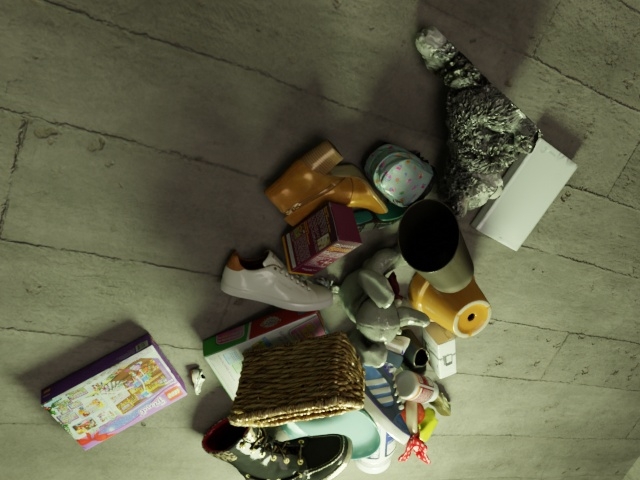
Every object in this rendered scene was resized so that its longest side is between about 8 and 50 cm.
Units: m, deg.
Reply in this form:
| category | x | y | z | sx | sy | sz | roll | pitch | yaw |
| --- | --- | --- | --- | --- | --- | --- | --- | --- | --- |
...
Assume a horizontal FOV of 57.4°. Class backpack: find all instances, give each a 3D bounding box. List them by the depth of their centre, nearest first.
| category | x | y | z | sx | sy | sz | roll | pitch | yaw |
| --- | --- | --- | --- | --- | --- | --- | --- | --- | --- |
| backpack | 0.199 | -0.165 | 1.459 | 0.182 | 0.115 | 0.152 | 28 | 101 | -39 |

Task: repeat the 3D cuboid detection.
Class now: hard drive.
| category | x | y | z | sx | sy | sz | roll | pitch | yaw |
| --- | --- | --- | --- | --- | --- | --- | --- | --- | --- |
| hard drive | 0.598 | -0.132 | 1.713 | 0.203 | 0.040 | 0.307 | 23 | 107 | -33 |

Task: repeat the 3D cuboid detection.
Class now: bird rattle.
| category | x | y | z | sx | sy | sz | roll | pitch | yaw |
| --- | --- | --- | --- | --- | --- | --- | --- | --- | --- |
| bird rattle | 0.289 | 0.587 | 1.880 | 0.143 | 0.253 | 0.207 | -5 | 94 | 19 |

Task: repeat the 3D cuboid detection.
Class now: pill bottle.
| category | x | y | z | sx | sy | sz | roll | pitch | yaw |
| --- | --- | --- | --- | --- | --- | --- | --- | --- | --- |
| pill bottle | 0.298 | 0.454 | 1.797 | 0.152 | 0.086 | 0.086 | 28 | 103 | -45 |
| pill bottle | 0.169 | 0.606 | 1.864 | 0.153 | 0.153 | 0.265 | -12 | 122 | -19 |

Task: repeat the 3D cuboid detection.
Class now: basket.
| category | x | y | z | sx | sy | sz | roll | pitch | yaw |
| --- | --- | --- | --- | --- | --- | --- | --- | --- | --- |
| basket | -0.044 | 0.391 | 1.436 | 0.299 | 0.223 | 0.213 | -15 | 125 | 15 |
| basket | 0.307 | 0.033 | 1.501 | 0.154 | 0.204 | 0.227 | -17 | 148 | 19 |

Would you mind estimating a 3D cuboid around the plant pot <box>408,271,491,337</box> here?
| category | x | y | z | sx | sy | sz | roll | pitch | yaw |
| --- | --- | --- | --- | --- | --- | --- | --- | --- | --- |
| plant pot | 0.390 | 0.177 | 1.700 | 0.205 | 0.188 | 0.205 | -11 | 122 | -19 |

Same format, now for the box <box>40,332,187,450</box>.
| category | x | y | z | sx | sy | sz | roll | pitch | yaw |
| --- | --- | --- | --- | --- | --- | --- | --- | --- | --- |
| box | -0.516 | 0.385 | 1.480 | 0.293 | 0.057 | 0.201 | -28 | 125 | -8 |

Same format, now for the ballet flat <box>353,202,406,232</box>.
| category | x | y | z | sx | sy | sz | roll | pitch | yaw |
| --- | --- | --- | --- | --- | --- | --- | --- | --- | --- |
| ballet flat | 0.136 | -0.054 | 1.539 | 0.188 | 0.070 | 0.070 | -9 | 121 | -18 |

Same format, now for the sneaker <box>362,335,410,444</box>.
| category | x | y | z | sx | sy | sz | roll | pitch | yaw |
| --- | --- | --- | --- | --- | --- | --- | --- | --- | --- |
| sneaker | 0.206 | 0.397 | 1.697 | 0.236 | 0.130 | 0.323 | -42 | 84 | -8 |

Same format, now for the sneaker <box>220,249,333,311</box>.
| category | x | y | z | sx | sy | sz | roll | pitch | yaw |
| --- | --- | --- | --- | --- | --- | --- | --- | --- | --- |
| sneaker | -0.095 | 0.096 | 1.458 | 0.290 | 0.106 | 0.123 | 12 | 107 | -14 |

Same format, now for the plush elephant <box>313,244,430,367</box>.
| category | x | y | z | sx | sy | sz | roll | pitch | yaw |
| --- | --- | --- | --- | --- | --- | --- | --- | --- | --- |
| plush elephant | 0.165 | 0.175 | 1.553 | 0.330 | 0.255 | 0.272 | -5 | 119 | -22 |

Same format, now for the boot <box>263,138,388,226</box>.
| category | x | y | z | sx | sy | sz | roll | pitch | yaw |
| --- | --- | --- | --- | --- | --- | --- | --- | --- | --- |
| boot | 0.015 | -0.101 | 1.438 | 0.211 | 0.104 | 0.295 | -40 | 131 | 14 |

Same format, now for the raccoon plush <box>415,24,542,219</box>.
| category | x | y | z | sx | sy | sz | roll | pitch | yaw |
| --- | --- | --- | --- | --- | --- | --- | --- | --- | --- |
| raccoon plush | 0.322 | -0.273 | 1.464 | 0.446 | 0.216 | 0.299 | 42 | 109 | -7 |

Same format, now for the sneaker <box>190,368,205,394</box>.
| category | x | y | z | sx | sy | sz | roll | pitch | yaw |
| --- | --- | --- | --- | --- | --- | --- | --- | --- | --- |
| sneaker | -0.328 | 0.383 | 1.582 | 0.037 | 0.032 | 0.083 | -13 | 123 | -18 |

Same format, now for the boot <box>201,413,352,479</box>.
| category | x | y | z | sx | sy | sz | roll | pitch | yaw |
| --- | --- | --- | --- | --- | --- | --- | --- | --- | --- |
| boot | -0.128 | 0.597 | 1.681 | 0.377 | 0.138 | 0.284 | -23 | 127 | 28 |

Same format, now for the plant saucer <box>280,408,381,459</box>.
| category | x | y | z | sx | sy | sz | roll | pitch | yaw |
| --- | --- | --- | --- | --- | --- | --- | --- | --- | --- |
| plant saucer | 0.029 | 0.549 | 1.743 | 0.317 | 0.044 | 0.317 | 10 | 133 | 11 |

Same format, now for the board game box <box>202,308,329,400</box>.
| category | x | y | z | sx | sy | sz | roll | pitch | yaw |
| --- | --- | --- | --- | --- | --- | --- | --- | --- | --- |
| board game box | -0.123 | 0.313 | 1.582 | 0.316 | 0.064 | 0.242 | -21 | 125 | 0 |

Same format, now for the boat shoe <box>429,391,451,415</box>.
| category | x | y | z | sx | sy | sz | roll | pitch | yaw |
| --- | --- | --- | --- | --- | --- | --- | --- | --- | --- |
| boat shoe | 0.411 | 0.550 | 2.014 | 0.056 | 0.048 | 0.153 | -11 | 132 | 37 |

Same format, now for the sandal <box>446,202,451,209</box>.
| category | x | y | z | sx | sy | sz | roll | pitch | yaw |
| --- | --- | --- | --- | --- | --- | --- | --- | --- | --- |
| sandal | 0.325 | -0.046 | 1.622 | 0.060 | 0.090 | 0.219 | 31 | 110 | -12 |

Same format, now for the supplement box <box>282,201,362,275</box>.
| category | x | y | z | sx | sy | sz | roll | pitch | yaw |
| --- | --- | --- | --- | --- | --- | --- | --- | --- | --- |
| supplement box | 0.000 | 0.000 | 1.414 | 0.081 | 0.104 | 0.188 | 10 | 147 | -42 |

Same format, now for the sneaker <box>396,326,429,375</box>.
| category | x | y | z | sx | sy | sz | roll | pitch | yaw |
| --- | --- | --- | --- | --- | --- | --- | --- | --- | --- |
| sneaker | 0.295 | 0.380 | 1.814 | 0.083 | 0.118 | 0.222 | -30 | 126 | -6 |

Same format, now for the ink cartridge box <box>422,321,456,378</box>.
| category | x | y | z | sx | sy | sz | roll | pitch | yaw |
| --- | --- | --- | --- | --- | --- | --- | --- | --- | --- |
| ink cartridge box | 0.371 | 0.337 | 1.831 | 0.063 | 0.109 | 0.150 | -19 | 124 | -11 |
